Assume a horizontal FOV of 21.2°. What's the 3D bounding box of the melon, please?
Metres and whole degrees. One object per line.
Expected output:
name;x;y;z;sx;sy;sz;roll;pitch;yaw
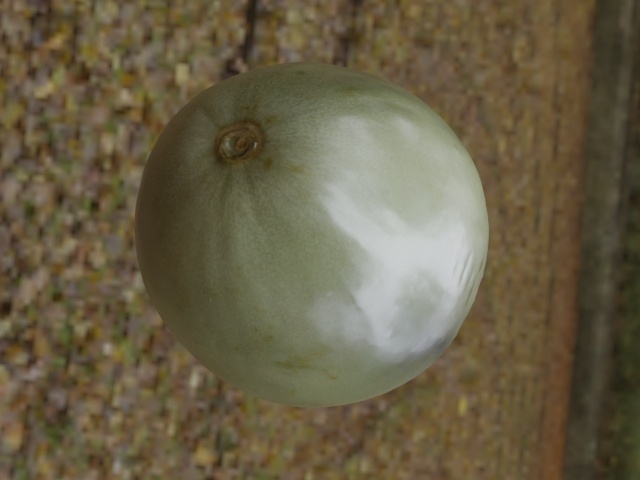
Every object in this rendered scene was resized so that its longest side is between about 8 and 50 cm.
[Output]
melon;-0.007;-0.003;1.257;0.308;0.271;0.272;2;95;-53
